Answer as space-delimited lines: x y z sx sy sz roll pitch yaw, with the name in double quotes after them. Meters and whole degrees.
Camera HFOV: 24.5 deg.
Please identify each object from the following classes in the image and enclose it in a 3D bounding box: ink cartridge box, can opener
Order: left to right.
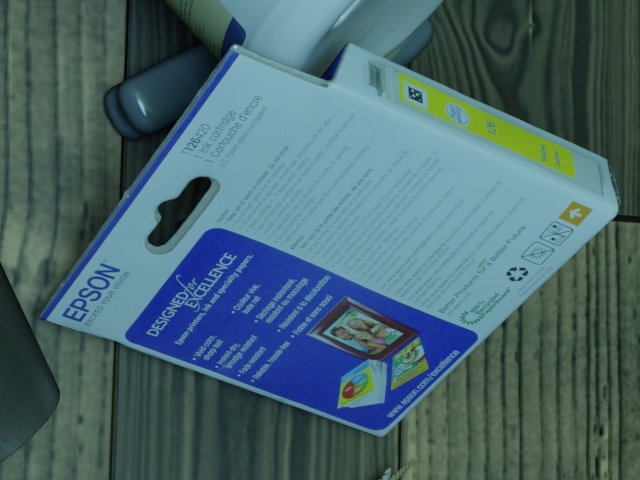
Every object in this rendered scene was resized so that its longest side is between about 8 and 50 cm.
-0.028 -0.137 1.166 0.283 0.076 0.095 -30 99 -22 "can opener"
0.000 0.000 1.064 0.307 0.303 0.072 24 41 -22 "ink cartridge box"

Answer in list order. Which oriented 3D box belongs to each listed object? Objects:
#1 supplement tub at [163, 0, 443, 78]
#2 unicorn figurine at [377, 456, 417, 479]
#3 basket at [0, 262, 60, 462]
-0.053 -0.275 1.041 0.228 0.228 0.316 -37 80 -22 "supplement tub"
0.024 0.256 1.181 0.111 0.060 0.162 -17 109 -30 "unicorn figurine"
-0.286 0.046 0.977 0.204 0.154 0.227 -41 110 -27 "basket"
